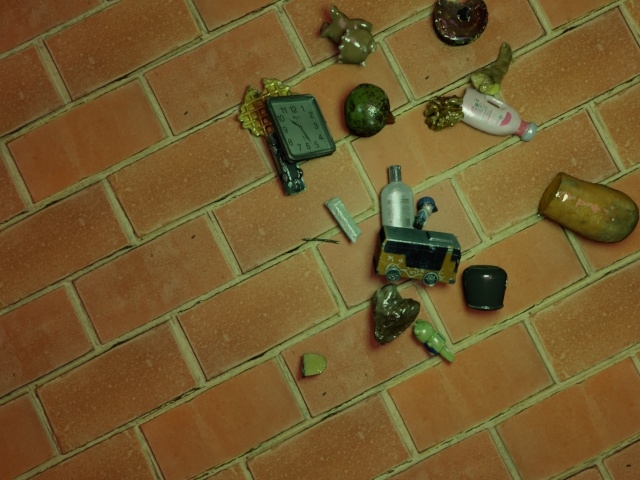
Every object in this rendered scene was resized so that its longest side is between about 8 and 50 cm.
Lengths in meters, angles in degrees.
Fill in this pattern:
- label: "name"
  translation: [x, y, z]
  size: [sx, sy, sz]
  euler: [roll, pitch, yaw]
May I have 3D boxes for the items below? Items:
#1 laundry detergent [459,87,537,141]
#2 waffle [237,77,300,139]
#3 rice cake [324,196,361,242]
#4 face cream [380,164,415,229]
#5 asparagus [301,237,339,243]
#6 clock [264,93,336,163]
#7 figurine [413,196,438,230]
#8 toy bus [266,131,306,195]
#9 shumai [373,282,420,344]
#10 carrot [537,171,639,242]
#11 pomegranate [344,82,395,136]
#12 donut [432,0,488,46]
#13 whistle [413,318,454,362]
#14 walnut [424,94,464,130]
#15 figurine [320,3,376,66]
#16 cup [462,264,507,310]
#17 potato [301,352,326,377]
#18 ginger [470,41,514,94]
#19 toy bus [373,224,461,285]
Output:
- label: "laundry detergent"
  translation: [0.739, -0.516, 1.901]
  size: [0.334, 0.088, 0.159]
  euler: [24, 81, 0]
- label: "waffle"
  translation: [-0.214, -0.559, 1.927]
  size: [0.249, 0.056, 0.262]
  euler: [22, 87, 1]
- label: "rice cake"
  translation: [0.100, -0.088, 1.899]
  size: [0.069, 0.063, 0.207]
  euler: [-35, 89, -7]
- label: "face cream"
  translation: [0.318, -0.166, 1.896]
  size: [0.143, 0.071, 0.292]
  euler: [-5, 89, -3]
- label: "asparagus"
  translation: [0.000, 0.000, 1.920]
  size: [0.162, 0.016, 0.016]
  euler: [5, 106, 0]
- label: "clock"
  translation: [-0.081, -0.460, 1.856]
  size: [0.273, 0.049, 0.279]
  euler: [-20, 86, -41]
- label: "figurine"
  translation: [0.428, -0.112, 1.880]
  size: [0.087, 0.086, 0.149]
  euler: [26, 65, 20]
- label: "toy bus"
  translation: [-0.144, -0.317, 1.870]
  size: [0.091, 0.109, 0.262]
  euler: [-22, 96, -25]
- label: "shumai"
  translation: [0.277, 0.287, 1.855]
  size: [0.218, 0.183, 0.185]
  euler: [-52, 53, 10]
- label: "carrot"
  translation: [1.073, -0.127, 1.821]
  size: [0.340, 0.224, 0.224]
  euler: [23, 88, 6]
- label: "pomegranate"
  translation: [0.215, -0.524, 1.871]
  size: [0.247, 0.214, 0.215]
  euler: [9, 87, -36]
- label: "donut"
  translation: [0.588, -0.924, 1.915]
  size: [0.230, 0.096, 0.216]
  euler: [-19, 90, 0]
- label: "whistle"
  translation: [0.463, 0.414, 1.863]
  size: [0.227, 0.105, 0.085]
  euler: [45, 119, -1]
- label: "walnut"
  translation: [0.506, -0.534, 1.876]
  size: [0.170, 0.069, 0.143]
  euler: [-9, 84, 39]
- label: "figurine"
  translation: [0.107, -0.823, 1.875]
  size: [0.247, 0.177, 0.173]
  euler: [28, 69, -10]
- label: "cup"
  translation: [0.686, 0.190, 1.846]
  size: [0.222, 0.169, 0.177]
  euler: [-3, 92, -30]
- label: "potato"
  translation: [-0.024, 0.520, 1.871]
  size: [0.103, 0.066, 0.096]
  euler: [0, 63, 5]
- label: "ginger"
  translation: [0.726, -0.717, 1.896]
  size: [0.131, 0.086, 0.295]
  euler: [30, 68, 9]
- label: "toy bus"
  translation: [0.385, 0.057, 1.814]
  size: [0.322, 0.162, 0.194]
  euler: [7, 114, -1]
